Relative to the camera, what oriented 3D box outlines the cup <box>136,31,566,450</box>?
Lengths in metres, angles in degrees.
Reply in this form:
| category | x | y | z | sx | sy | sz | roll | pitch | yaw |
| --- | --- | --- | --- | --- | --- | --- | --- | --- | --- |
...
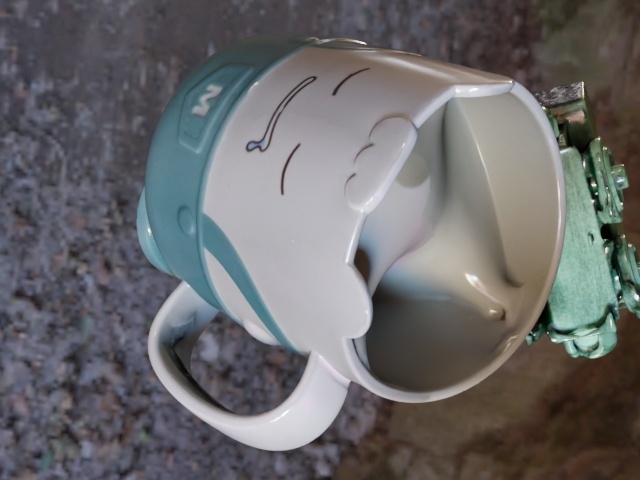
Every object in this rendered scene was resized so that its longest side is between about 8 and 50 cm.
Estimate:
| category | x | y | z | sx | sy | sz | roll | pitch | yaw |
| --- | --- | --- | --- | --- | --- | --- | --- | --- | --- |
| cup | 0.000 | 0.000 | 0.892 | 0.219 | 0.257 | 0.290 | 41 | 76 | -46 |

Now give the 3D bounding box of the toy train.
| category | x | y | z | sx | sy | sz | roll | pitch | yaw |
| --- | --- | --- | --- | --- | --- | --- | --- | --- | --- |
| toy train | 0.270 | -0.025 | 1.451 | 0.238 | 0.166 | 0.299 | -67 | 142 | -64 |
